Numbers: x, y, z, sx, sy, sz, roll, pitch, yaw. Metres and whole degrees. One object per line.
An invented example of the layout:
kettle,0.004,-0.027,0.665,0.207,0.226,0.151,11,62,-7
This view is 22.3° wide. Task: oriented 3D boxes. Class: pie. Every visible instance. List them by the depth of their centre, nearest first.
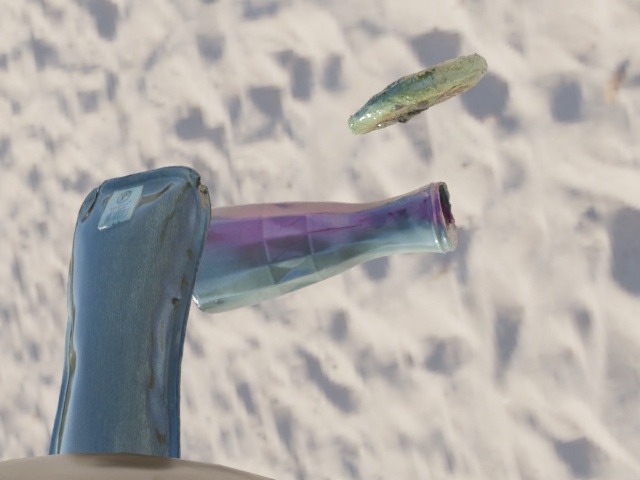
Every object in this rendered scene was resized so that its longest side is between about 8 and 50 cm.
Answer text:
pie,0.050,-0.076,0.859,0.021,0.084,0.084,64,155,0

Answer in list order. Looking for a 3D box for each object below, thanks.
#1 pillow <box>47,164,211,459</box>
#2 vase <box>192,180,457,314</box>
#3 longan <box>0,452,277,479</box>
pillow,-0.113,0.067,0.908,0.130,0.033,0.217,-10,72,47
vase,0.000,0.000,1.303,0.086,0.214,0.086,-11,-90,-77
longan,-0.091,0.235,0.550,0.361,0.361,0.361,38,134,54
